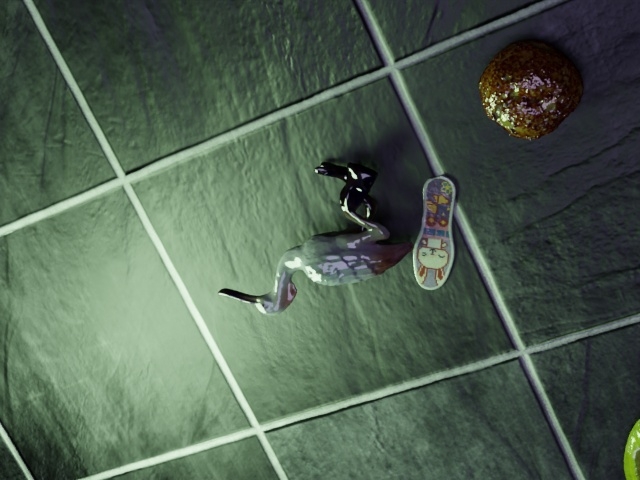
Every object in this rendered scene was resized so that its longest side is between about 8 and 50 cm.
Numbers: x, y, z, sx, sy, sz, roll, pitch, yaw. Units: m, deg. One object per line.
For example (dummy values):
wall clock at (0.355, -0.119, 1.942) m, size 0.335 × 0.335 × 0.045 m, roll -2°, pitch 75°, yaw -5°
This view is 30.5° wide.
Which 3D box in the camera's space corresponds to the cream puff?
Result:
cream puff at (0.294, -0.207, 1.660) m, size 0.149 × 0.084 × 0.149 m, roll 7°, pitch 115°, yaw 16°

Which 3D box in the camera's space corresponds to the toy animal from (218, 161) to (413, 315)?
toy animal at (0.009, 0.024, 1.846) m, size 0.195 × 0.090 × 0.324 m, roll 40°, pitch 109°, yaw 4°

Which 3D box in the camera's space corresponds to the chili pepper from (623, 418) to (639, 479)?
chili pepper at (0.509, 0.362, 1.872) m, size 0.049 × 0.043 × 0.208 m, roll -8°, pitch 118°, yaw -7°

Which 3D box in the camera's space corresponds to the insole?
insole at (0.180, -0.010, 1.826) m, size 0.065 × 0.004 × 0.197 m, roll 11°, pitch 116°, yaw 13°
